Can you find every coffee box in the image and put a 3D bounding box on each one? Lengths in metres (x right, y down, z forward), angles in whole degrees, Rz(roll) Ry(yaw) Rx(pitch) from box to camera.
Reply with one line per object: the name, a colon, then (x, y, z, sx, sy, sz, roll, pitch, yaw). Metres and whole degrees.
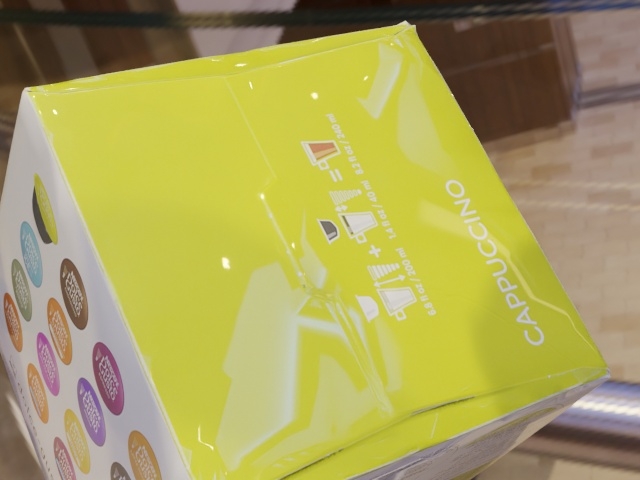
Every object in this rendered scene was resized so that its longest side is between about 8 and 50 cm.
coffee box: (-0.047, 0.073, 0.926, 0.338, 0.334, 0.337, -15, 67, -29)
